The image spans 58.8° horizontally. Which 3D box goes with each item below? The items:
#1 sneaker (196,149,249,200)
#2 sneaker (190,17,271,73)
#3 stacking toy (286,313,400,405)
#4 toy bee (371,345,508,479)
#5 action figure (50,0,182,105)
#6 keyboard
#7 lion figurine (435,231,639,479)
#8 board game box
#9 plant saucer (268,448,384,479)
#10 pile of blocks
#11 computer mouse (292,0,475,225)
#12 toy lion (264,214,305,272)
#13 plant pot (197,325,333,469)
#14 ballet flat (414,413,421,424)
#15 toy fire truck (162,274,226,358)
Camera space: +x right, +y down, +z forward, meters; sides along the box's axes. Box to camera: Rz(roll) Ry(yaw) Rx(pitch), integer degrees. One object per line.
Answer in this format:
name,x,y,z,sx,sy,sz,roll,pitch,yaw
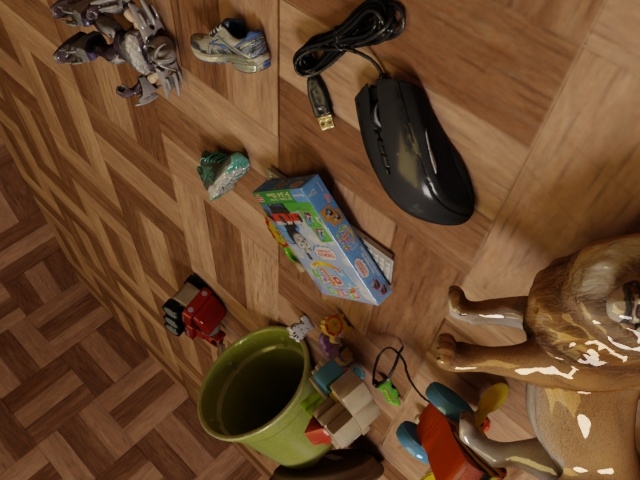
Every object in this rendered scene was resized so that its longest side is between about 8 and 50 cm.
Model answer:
sneaker,-0.176,-0.124,0.969,0.076,0.065,0.166,56,151,-3
sneaker,-0.117,-0.260,0.734,0.135,0.052,0.058,23,133,30
stacking toy,0.040,0.234,1.098,0.221,0.052,0.167,55,153,-10
toy bee,0.200,0.265,0.820,0.162,0.298,0.195,30,121,-19
action figure,-0.327,-0.316,0.918,0.285,0.099,0.185,25,135,33
keyboard,0.010,-0.024,0.864,0.256,0.014,0.072,38,150,24
lion figurine,0.243,0.164,0.538,0.240,0.142,0.392,1,120,22
board game box,0.000,0.000,0.857,0.211,0.039,0.160,55,156,-20
plant saucer,0.009,0.538,1.329,0.278,0.278,0.041,-25,72,62
pile of blocks,0.009,0.295,0.999,0.149,0.113,0.362,48,165,18
computer mouse,0.054,-0.116,0.633,0.184,0.060,0.262,4,128,53
toy lion,-0.059,-0.003,0.979,0.096,0.034,0.100,27,145,50
plant pot,-0.090,0.379,1.282,0.276,0.276,0.254,16,148,47
ballet flat,0.224,0.379,1.004,0.173,0.049,0.057,50,152,0
toy fire truck,-0.310,0.250,1.560,0.246,0.158,0.217,34,150,6
